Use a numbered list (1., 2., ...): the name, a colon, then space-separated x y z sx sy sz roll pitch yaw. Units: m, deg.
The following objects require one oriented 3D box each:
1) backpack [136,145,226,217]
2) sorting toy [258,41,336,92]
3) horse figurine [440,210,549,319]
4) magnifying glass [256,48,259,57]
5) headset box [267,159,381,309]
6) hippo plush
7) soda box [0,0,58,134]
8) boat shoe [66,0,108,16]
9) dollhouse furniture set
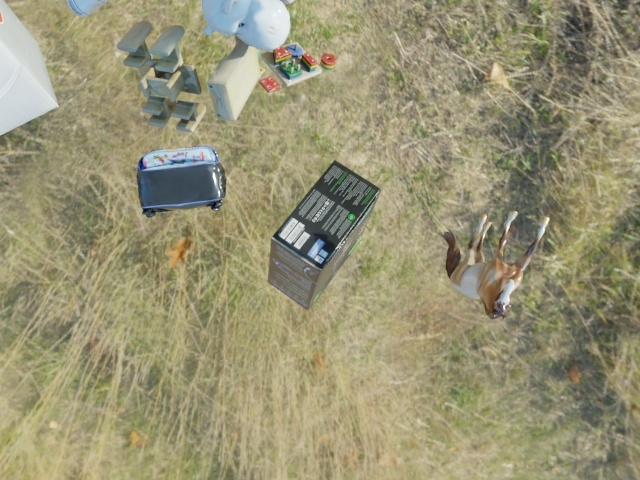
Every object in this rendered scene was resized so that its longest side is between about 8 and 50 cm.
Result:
1. backpack: -0.253 -0.114 1.029 0.158 0.173 0.117 -7 101 -7
2. sorting toy: -0.088 -0.519 1.594 0.274 0.132 0.046 -30 162 -28
3. horse figurine: 0.270 0.039 0.909 0.066 0.263 0.175 24 85 -14
4. magnifying glass: -0.185 -0.489 1.485 0.026 0.092 0.231 17 98 -40
5. headset box: 0.000 0.000 1.290 0.131 0.246 0.283 34 155 8
6. hippo plush: -0.126 -0.510 1.063 0.294 0.237 0.234 24 159 -24
7. soda box: -0.311 -0.195 0.383 0.091 0.098 0.286 -27 152 -4
8. boat shoe: -0.521 -0.635 1.352 0.084 0.258 0.095 -11 140 25
9. dollhouse furniture set: -0.275 -0.368 1.209 0.241 0.161 0.212 12 146 12
